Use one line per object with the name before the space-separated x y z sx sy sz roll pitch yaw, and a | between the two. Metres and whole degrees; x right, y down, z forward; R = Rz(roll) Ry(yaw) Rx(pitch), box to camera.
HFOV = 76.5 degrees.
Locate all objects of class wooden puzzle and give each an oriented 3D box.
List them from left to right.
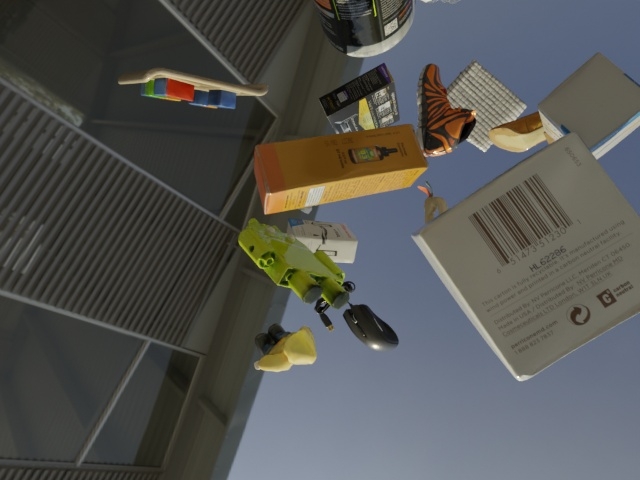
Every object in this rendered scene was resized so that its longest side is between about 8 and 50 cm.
wooden puzzle | -0.378 -0.442 1.202 0.322 0.348 0.080 23 -66 49

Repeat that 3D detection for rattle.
rattle | 0.401 -0.102 1.299 0.143 0.130 0.199 -6 -132 4

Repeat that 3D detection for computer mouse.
computer mouse | 0.094 0.257 1.205 0.184 0.262 0.060 -35 -171 35

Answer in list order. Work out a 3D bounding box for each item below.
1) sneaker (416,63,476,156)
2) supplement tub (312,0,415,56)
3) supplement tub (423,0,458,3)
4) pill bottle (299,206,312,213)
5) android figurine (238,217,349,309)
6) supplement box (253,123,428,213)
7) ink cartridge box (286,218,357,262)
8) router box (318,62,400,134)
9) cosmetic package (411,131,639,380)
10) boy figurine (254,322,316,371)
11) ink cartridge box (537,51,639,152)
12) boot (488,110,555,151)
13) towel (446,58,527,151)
sneaker | 0.419 -0.436 1.336 0.180 0.125 0.321 -2 -95 36
supplement tub | 0.062 -0.484 0.692 0.194 0.316 0.193 -2 -99 13
supplement tub | 0.308 -0.900 1.268 0.331 0.241 0.241 33 -94 20
pill bottle | -0.018 -0.129 1.010 0.120 0.067 0.067 -57 -136 9
android figurine | -0.060 0.036 0.834 0.273 0.248 0.056 44 -74 42
supplement box | 0.027 -0.102 0.578 0.233 0.080 0.078 -12 -107 -12
ink cartridge box | 0.000 0.000 1.307 0.148 0.203 0.085 -118 -145 -62
router box | 0.151 -0.467 1.456 0.243 0.309 0.081 -26 -103 10
cosmetic package | 0.429 0.027 0.889 0.329 0.394 0.327 -35 -95 10
boy figurine | -0.094 0.282 1.069 0.177 0.092 0.285 -31 -177 -23
ink cartridge box | 0.690 -0.319 1.035 0.168 0.233 0.171 -44 -113 24
boot | 0.740 -0.402 1.360 0.211 0.104 0.295 -45 -153 -13
towel | 0.613 -0.523 1.591 0.235 0.284 0.121 -50 -178 27
